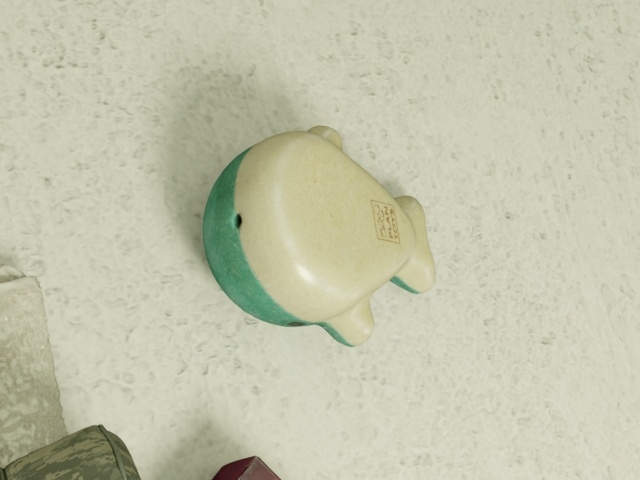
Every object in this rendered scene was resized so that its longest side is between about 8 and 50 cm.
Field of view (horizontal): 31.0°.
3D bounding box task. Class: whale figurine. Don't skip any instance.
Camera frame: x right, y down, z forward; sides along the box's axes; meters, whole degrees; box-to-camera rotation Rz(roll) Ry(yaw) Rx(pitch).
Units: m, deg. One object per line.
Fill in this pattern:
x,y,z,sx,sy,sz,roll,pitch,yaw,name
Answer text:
0.000,0.000,1.099,0.272,0.141,0.216,6,69,-51,whale figurine

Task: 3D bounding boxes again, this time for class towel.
-0.294,0.163,0.921,0.187,0.049,0.282,-8,77,-28,towel

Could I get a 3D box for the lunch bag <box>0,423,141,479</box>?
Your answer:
-0.203,0.319,0.803,0.256,0.212,0.305,-23,100,-12,lunch bag

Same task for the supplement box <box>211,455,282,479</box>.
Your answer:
-0.036,0.289,0.990,0.188,0.081,0.104,46,59,-7,supplement box
